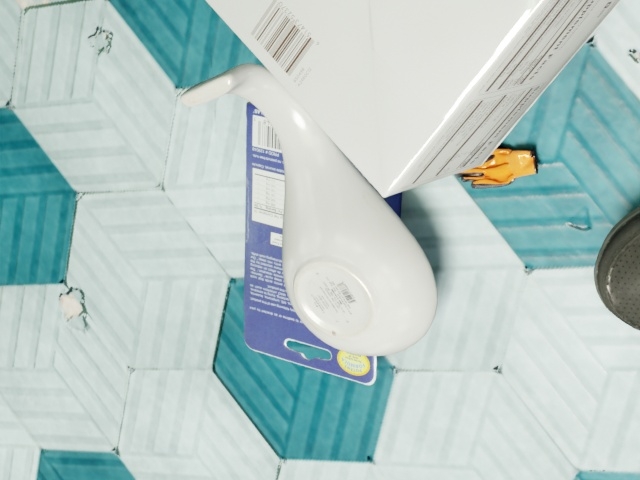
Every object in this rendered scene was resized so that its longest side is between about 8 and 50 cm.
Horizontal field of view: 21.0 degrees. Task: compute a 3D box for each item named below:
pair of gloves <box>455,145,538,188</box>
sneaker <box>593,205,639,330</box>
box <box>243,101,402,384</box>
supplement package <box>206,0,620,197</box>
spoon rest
[{"bbox_3d":[0.130,-0.081,1.342,0.074,0.010,0.083,-9,101,36],"label":"pair of gloves"},{"bbox_3d":[0.334,0.030,1.175,0.341,0.140,0.125,0,110,34],"label":"sneaker"},{"bbox_3d":[0.000,0.000,1.441,0.136,0.036,0.225,15,114,28],"label":"box"},{"bbox_3d":[0.053,-0.200,1.237,0.262,0.145,0.204,49,124,16],"label":"supplement package"},{"bbox_3d":[-0.003,-0.025,1.376,0.137,0.084,0.276,-18,111,37],"label":"spoon rest"}]
